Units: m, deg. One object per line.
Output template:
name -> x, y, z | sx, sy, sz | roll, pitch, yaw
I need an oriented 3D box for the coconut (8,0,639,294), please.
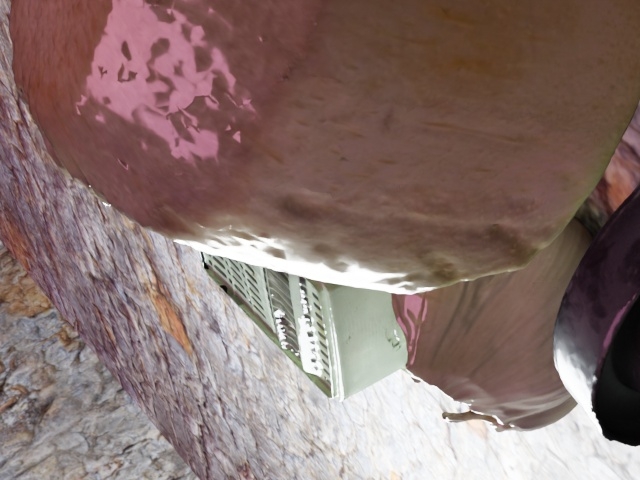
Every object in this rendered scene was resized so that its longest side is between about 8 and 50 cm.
coconut -> 0.026, -0.159, 0.823 | 0.344, 0.415, 0.415 | -10, 111, 56

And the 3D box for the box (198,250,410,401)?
box -> 0.000, 0.000, 1.355 | 0.290, 0.166, 0.220 | 42, 154, 36

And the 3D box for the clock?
clock -> 0.232, 0.022, 0.792 | 0.049, 0.226, 0.226 | 49, 158, 38

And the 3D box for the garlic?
garlic -> 0.160, 0.052, 1.095 | 0.143, 0.178, 0.229 | -17, 128, 37
